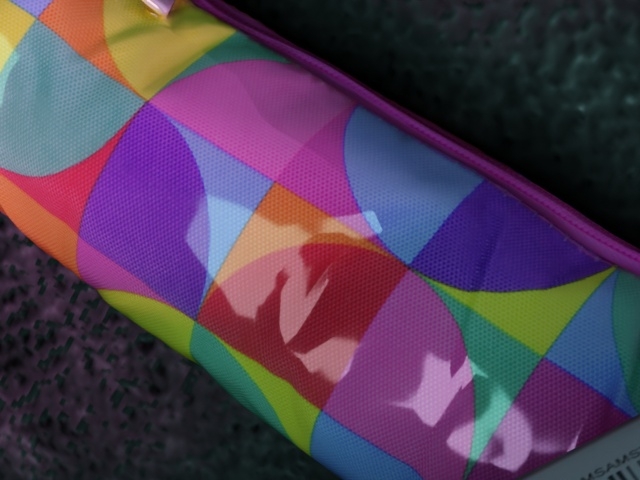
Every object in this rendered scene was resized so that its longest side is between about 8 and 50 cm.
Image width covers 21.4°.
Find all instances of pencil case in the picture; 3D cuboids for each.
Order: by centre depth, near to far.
[{"bbox_3d":[0.000,0.000,0.460,0.236,0.104,0.104,35,115,16],"label":"pencil case"}]

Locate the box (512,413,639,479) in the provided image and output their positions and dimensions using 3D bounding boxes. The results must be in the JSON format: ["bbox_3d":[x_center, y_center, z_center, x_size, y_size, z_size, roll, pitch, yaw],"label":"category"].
[{"bbox_3d":[0.063,0.206,0.369,0.232,0.058,0.322,-27,113,1],"label":"box"}]
